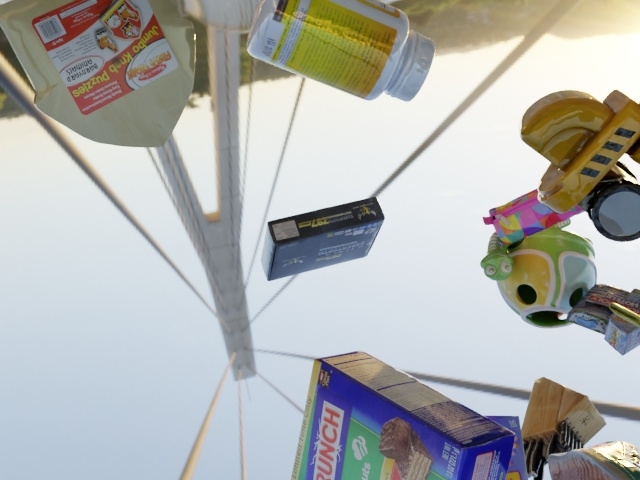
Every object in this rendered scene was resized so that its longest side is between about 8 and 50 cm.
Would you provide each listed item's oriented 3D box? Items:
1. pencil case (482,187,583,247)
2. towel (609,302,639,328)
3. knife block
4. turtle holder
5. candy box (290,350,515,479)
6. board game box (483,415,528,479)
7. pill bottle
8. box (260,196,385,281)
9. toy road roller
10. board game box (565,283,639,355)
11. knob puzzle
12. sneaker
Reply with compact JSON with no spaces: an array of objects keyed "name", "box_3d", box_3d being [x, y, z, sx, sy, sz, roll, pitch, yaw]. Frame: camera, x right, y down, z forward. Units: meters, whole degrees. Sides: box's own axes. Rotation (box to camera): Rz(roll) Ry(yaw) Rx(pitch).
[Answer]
[{"name":"pencil case","box_3d":[0.496,-0.071,1.565,0.236,0.104,0.104,-28,-174,27]},{"name":"towel","box_3d":[0.479,0.155,0.881,0.237,0.021,0.102,31,-176,-16]},{"name":"knife block","box_3d":[0.505,0.442,1.566,0.242,0.088,0.276,-38,-171,-7]},{"name":"turtle holder","box_3d":[0.549,0.078,1.706,0.244,0.227,0.320,-7,151,25]},{"name":"candy box","box_3d":[0.102,0.346,1.031,0.122,0.268,0.317,2,-168,-39]},{"name":"board game box","box_3d":[0.317,0.524,1.282,0.078,0.347,0.233,1,153,-5]},{"name":"pill bottle","box_3d":[0.026,-0.246,0.845,0.215,0.117,0.117,19,-170,-13]},{"name":"box","box_3d":[0.000,0.000,1.412,0.233,0.059,0.183,-13,158,-16]},{"name":"toy road roller","box_3d":[0.461,-0.179,1.074,0.241,0.329,0.202,36,-157,-1]},{"name":"board game box","box_3d":[0.659,0.168,1.531,0.194,0.060,0.194,21,-146,35]},{"name":"knob puzzle","box_3d":[-0.219,-0.188,0.740,0.213,0.213,0.030,-19,-159,-31]},{"name":"sneaker","box_3d":[0.408,0.323,0.945,0.121,0.108,0.302,-14,168,0]}]
